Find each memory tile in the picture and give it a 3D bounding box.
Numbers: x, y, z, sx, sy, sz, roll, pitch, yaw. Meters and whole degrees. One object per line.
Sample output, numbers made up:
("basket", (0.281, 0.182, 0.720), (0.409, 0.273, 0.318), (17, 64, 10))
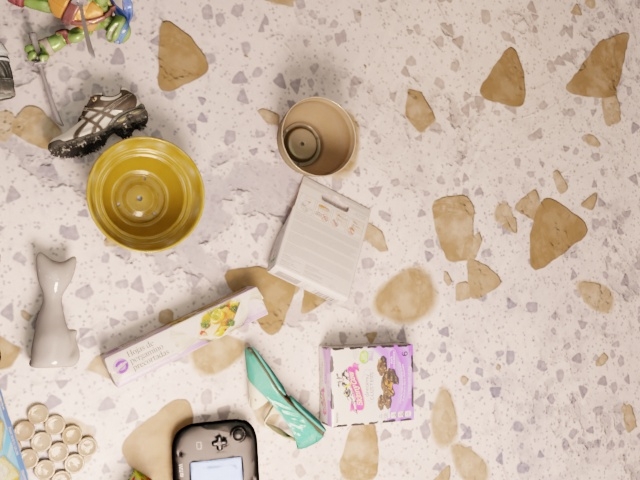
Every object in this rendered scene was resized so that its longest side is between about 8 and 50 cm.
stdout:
("memory tile", (-0.495, 0.378, 1.378), (0.148, 0.012, 0.113), (40, 73, -16))

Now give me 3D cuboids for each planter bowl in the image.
("planter bowl", (-0.335, -0.083, 1.425), (0.217, 0.090, 0.217), (1, 86, -23))
("planter bowl", (-0.022, -0.206, 1.553), (0.162, 0.109, 0.162), (1, 88, -23))

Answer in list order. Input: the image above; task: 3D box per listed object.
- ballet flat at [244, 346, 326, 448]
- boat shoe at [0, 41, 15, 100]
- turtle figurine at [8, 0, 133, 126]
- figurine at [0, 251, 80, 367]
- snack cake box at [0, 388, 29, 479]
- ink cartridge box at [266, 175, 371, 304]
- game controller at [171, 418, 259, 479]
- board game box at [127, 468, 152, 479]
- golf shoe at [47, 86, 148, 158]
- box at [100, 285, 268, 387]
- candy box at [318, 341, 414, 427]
("ballet flat", (-0.092, 0.328, 1.517), (0.087, 0.083, 0.247), (-40, 101, -5))
("boat shoe", (-0.684, -0.253, 1.268), (0.335, 0.121, 0.119), (-21, 91, -24))
("turtle figurine", (-0.481, -0.403, 1.323), (0.266, 0.198, 0.275), (34, 72, -14))
("figurine", (-0.538, 0.121, 1.336), (0.214, 0.092, 0.209), (2, 82, -24))
("snack cake box", (-0.586, 0.390, 1.258), (0.152, 0.089, 0.264), (-25, 101, -65))
("ink cartridge box", (0.000, 0.000, 1.597), (0.181, 0.056, 0.225), (26, 59, -20))
("game controller", (-0.201, 0.511, 1.468), (0.166, 0.067, 0.319), (-3, 88, -23))
("board game box", (-0.369, 0.520, 1.381), (0.043, 0.092, 0.181), (37, 74, -17))
("golf shoe", (-0.426, -0.221, 1.412), (0.198, 0.077, 0.094), (-28, 84, -26))
("box", (-0.259, 0.181, 1.459), (0.324, 0.067, 0.063), (-25, 96, -21))
("candy box", (0.097, 0.303, 1.601), (0.196, 0.070, 0.165), (0, 88, -23))
